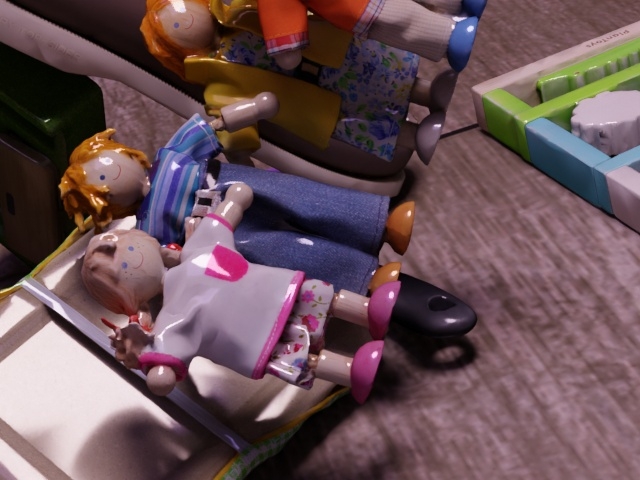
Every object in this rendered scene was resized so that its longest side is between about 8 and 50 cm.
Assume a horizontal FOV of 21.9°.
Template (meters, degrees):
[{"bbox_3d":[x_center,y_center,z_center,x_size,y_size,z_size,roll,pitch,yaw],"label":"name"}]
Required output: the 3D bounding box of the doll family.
[{"bbox_3d":[-0.032,-0.039,0.781,0.163,0.118,0.262,18,72,0],"label":"doll family"}]

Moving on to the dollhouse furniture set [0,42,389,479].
[{"bbox_3d":[-0.135,0.053,0.850,0.301,0.151,0.197,36,58,21],"label":"dollhouse furniture set"}]

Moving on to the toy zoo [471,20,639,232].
[{"bbox_3d":[0.235,-0.064,0.922,0.192,0.030,0.293,-23,29,-15],"label":"toy zoo"}]

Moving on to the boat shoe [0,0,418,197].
[{"bbox_3d":[-0.061,-0.117,0.897,0.096,0.324,0.116,-59,33,12],"label":"boat shoe"}]

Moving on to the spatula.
[{"bbox_3d":[0.000,0.000,0.918,0.084,0.030,0.296,-18,27,-24],"label":"spatula"}]
